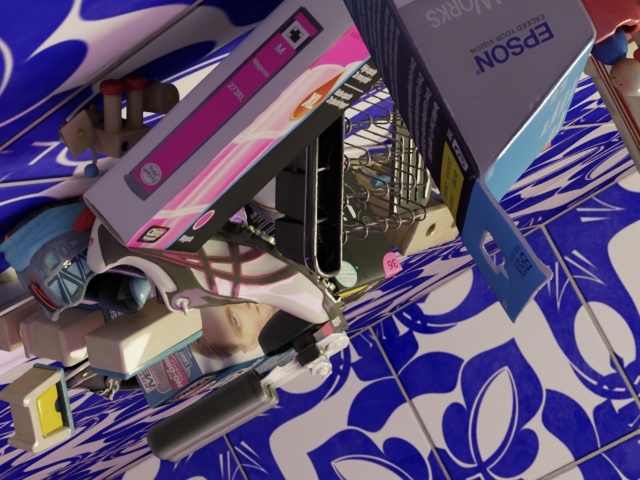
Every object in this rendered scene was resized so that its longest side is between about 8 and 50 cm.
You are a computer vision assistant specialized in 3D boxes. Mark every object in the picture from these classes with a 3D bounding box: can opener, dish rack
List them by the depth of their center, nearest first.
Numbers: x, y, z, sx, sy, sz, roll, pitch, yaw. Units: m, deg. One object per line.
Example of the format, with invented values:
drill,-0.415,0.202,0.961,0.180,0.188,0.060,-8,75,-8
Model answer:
dish rack,0.054,-0.093,1.776,0.074,0.208,0.271,15,-160,36
can opener,-0.089,0.173,2.168,0.280,0.093,0.074,-35,161,6

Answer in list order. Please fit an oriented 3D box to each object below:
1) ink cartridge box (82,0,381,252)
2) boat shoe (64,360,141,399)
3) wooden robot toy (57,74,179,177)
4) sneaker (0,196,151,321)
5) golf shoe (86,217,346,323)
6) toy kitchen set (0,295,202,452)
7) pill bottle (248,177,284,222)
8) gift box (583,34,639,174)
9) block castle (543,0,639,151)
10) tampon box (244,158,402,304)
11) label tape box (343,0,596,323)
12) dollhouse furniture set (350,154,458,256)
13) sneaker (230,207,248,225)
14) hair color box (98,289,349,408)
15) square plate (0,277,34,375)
ink cartridge box,-0.021,-0.135,1.471,0.371,0.069,0.176,-45,167,10
boat shoe,-0.322,0.212,2.768,0.075,0.065,0.206,-31,170,25
wooden robot toy,-0.176,-0.104,1.511,0.079,0.076,0.173,11,-161,39
sneaker,-0.208,0.018,1.829,0.262,0.125,0.104,-18,168,-44
golf shoe,-0.105,0.028,1.779,0.120,0.273,0.105,-61,-161,-4
toy kitchen set,-0.231,0.143,1.878,0.207,0.166,0.122,8,-154,37
pill bottle,-0.035,-0.073,1.878,0.108,0.108,0.180,-27,171,-2
gift box,0.447,-0.200,2.143,0.255,0.258,0.276,-29,-169,-6
block castle,0.302,-0.214,1.742,0.303,0.213,0.453,-26,170,-11
tampon box,0.000,0.000,2.219,0.120,0.161,0.101,-19,168,-45
label tape box,0.098,-0.133,1.166,0.115,0.347,0.249,-27,171,-2
dollhouse furniture set,0.129,-0.099,2.283,0.129,0.129,0.183,-16,136,-53
sneaker,-0.143,-0.014,2.016,0.170,0.071,0.068,-18,167,-43
hair color box,-0.122,0.091,2.335,0.105,0.174,0.347,-34,169,32
square plate,-0.453,0.142,2.054,0.347,0.049,0.344,-26,171,-6
